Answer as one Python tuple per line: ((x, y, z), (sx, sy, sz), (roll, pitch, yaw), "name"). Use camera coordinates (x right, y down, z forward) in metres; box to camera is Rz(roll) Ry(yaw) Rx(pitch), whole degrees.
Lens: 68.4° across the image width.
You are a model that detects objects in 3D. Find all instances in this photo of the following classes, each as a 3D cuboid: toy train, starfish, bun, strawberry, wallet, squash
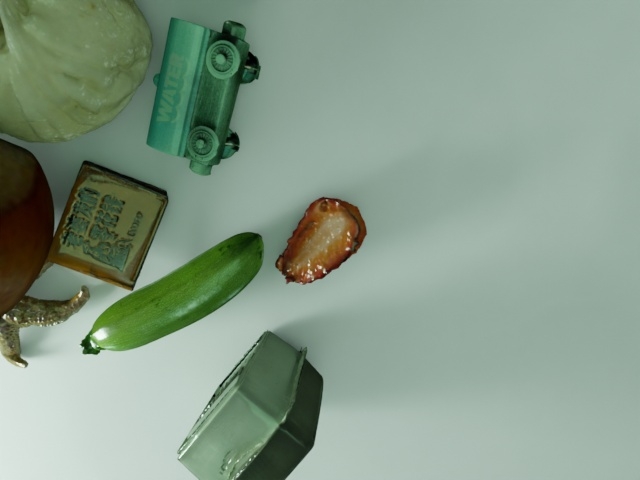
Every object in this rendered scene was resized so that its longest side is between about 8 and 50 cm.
((-0.200, -0.238, 0.768), (0.159, 0.101, 0.248), (21, 106, 6), "toy train")
((-0.594, 0.095, 0.862), (0.302, 0.060, 0.299), (27, 107, -12), "starfish")
((-0.425, -0.317, 0.647), (0.348, 0.227, 0.353), (22, 104, -9), "bun")
((0.000, 0.000, 0.871), (0.188, 0.082, 0.121), (-41, 87, 19), "strawberry")
((-0.375, -0.024, 0.831), (0.161, 0.042, 0.196), (23, 95, -13), "wallet")
((-0.265, 0.109, 0.867), (0.395, 0.107, 0.107), (-29, 108, 5), "squash")

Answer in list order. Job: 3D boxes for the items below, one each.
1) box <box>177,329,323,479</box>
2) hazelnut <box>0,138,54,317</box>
((-0.110, 0.311, 0.852), (0.166, 0.290, 0.221), (38, 102, -3), "box")
((-0.586, -0.022, 0.674), (0.365, 0.366, 0.366), (-1, 109, -4), "hazelnut")
